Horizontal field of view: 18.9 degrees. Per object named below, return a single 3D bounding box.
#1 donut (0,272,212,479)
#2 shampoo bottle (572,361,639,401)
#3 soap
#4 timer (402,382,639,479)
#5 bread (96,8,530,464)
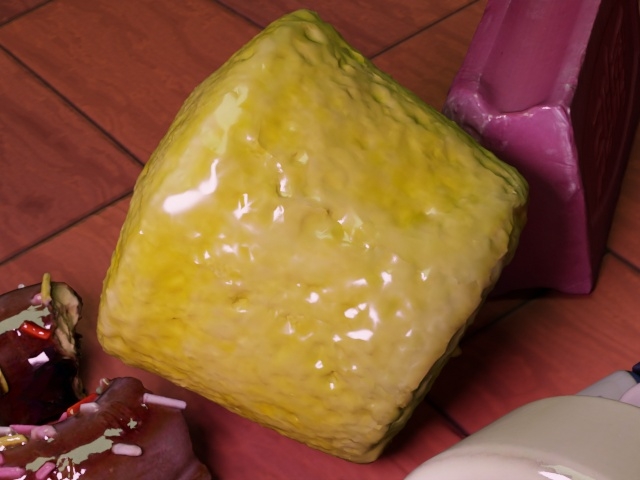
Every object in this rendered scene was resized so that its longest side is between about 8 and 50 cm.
[{"bbox_3d":[-0.282,0.174,1.761,0.259,0.136,0.345,-25,35,-17],"label":"donut"},{"bbox_3d":[0.175,0.215,1.569,0.359,0.078,0.134,-27,42,-16],"label":"shampoo bottle"},{"bbox_3d":[0.227,-0.141,1.896,0.128,0.233,0.359,1,39,20],"label":"soap"},{"bbox_3d":[0.238,0.210,1.414,0.291,0.291,0.315,12,32,34],"label":"timer"},{"bbox_3d":[0.000,0.000,1.673,0.308,0.348,0.348,27,46,4],"label":"bread"}]
